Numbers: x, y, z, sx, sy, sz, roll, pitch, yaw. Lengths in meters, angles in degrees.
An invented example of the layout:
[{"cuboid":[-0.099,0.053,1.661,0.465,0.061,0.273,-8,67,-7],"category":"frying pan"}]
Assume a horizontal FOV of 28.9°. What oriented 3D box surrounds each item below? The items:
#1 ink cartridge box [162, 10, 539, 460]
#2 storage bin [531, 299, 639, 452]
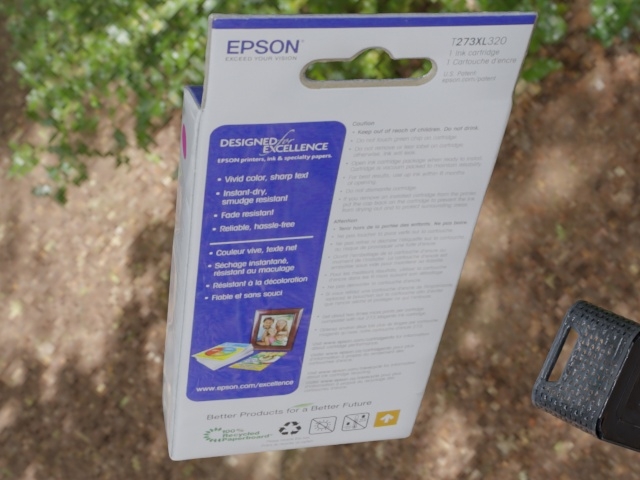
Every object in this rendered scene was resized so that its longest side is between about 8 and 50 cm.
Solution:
[{"cuboid":[0.000,0.000,0.759,0.371,0.175,0.069,102,160,-46],"category":"ink cartridge box"},{"cuboid":[0.316,0.147,1.298,0.084,0.180,0.122,25,91,43],"category":"storage bin"}]
